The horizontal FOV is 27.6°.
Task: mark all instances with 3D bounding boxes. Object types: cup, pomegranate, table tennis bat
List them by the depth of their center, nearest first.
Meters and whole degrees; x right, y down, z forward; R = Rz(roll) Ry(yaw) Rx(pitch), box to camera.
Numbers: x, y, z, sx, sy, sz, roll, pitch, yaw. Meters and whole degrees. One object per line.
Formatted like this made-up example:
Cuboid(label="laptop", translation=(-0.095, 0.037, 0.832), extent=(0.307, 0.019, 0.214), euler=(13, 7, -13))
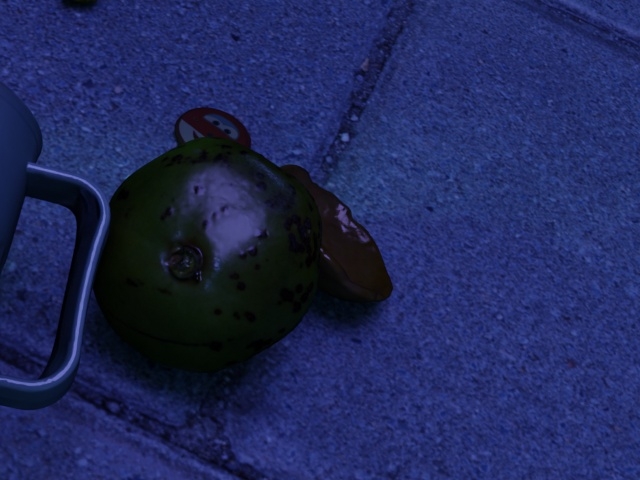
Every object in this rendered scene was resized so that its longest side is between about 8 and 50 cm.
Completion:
Cuboid(label="cup", translation=(-0.400, 0.020, 1.240), extent=(0.331, 0.256, 0.311), euler=(30, 55, -34))
Cuboid(label="pomegranate", translation=(-0.118, 0.016, 1.387), extent=(0.254, 0.254, 0.270), euler=(24, 5, -2))
Cuboid(label="table tennis bat", translation=(-0.150, -0.119, 1.630), extent=(0.098, 0.019, 0.154), euler=(37, 45, 10))

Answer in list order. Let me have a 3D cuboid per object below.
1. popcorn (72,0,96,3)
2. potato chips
Cuboid(label="popcorn", translation=(-0.323, -0.349, 1.721), extent=(0.083, 0.059, 0.068), euler=(28, 46, 14))
Cuboid(label="potato chips", translation=(0.000, 0.001, 1.537), extent=(0.208, 0.062, 0.195), euler=(50, 19, 15))
